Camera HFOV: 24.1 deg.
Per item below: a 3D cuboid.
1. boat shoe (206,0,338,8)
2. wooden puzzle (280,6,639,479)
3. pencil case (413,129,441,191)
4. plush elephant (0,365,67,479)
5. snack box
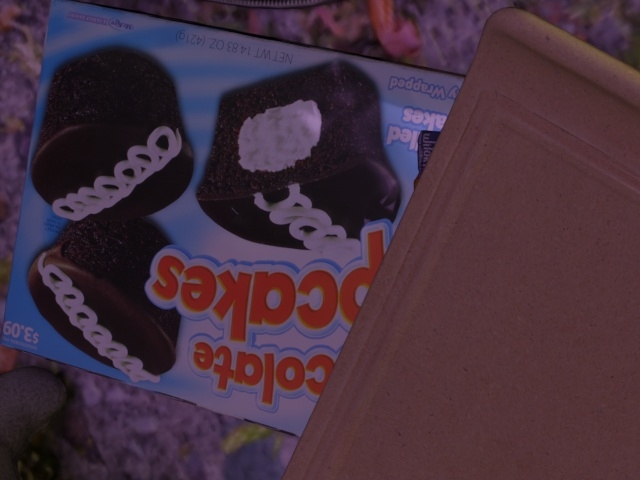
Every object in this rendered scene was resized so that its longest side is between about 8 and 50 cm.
[{"bbox_3d":[-0.067,-0.175,0.740,0.319,0.099,0.116,-1,90,24],"label":"boat shoe"},{"bbox_3d":[0.107,0.070,0.511,0.221,0.044,0.239,34,118,25],"label":"wooden puzzle"},{"bbox_3d":[0.107,0.092,0.601,0.124,0.124,0.284,-2,96,24],"label":"pencil case"},{"bbox_3d":[-0.231,0.145,0.761,0.255,0.272,0.330,5,56,-13],"label":"plush elephant"},{"bbox_3d":[0.000,0.000,0.738,0.322,0.060,0.187,14,99,23],"label":"snack box"}]
